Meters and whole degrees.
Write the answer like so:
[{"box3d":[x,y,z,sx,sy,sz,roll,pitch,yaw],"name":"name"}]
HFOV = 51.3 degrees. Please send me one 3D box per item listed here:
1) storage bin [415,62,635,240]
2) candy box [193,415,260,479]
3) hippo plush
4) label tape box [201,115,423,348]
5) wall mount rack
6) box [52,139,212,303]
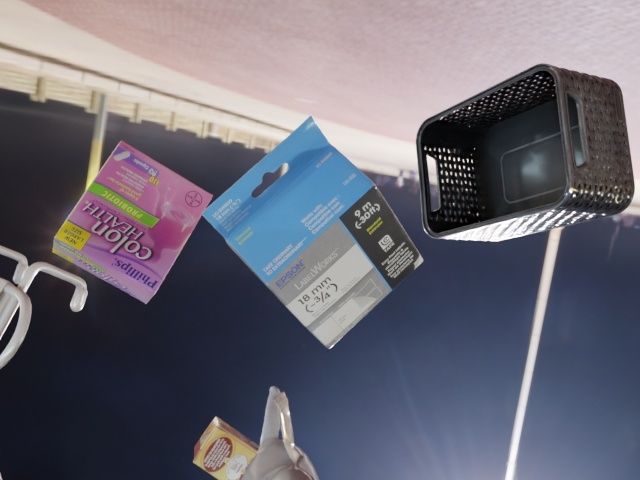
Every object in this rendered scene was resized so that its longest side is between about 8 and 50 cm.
[{"box3d":[0.179,-0.071,0.613,0.084,0.122,0.180,2,169,-32],"name":"storage bin"},{"box3d":[-0.107,0.489,1.358,0.316,0.087,0.183,36,167,-3],"name":"candy box"},{"box3d":[-0.095,0.359,0.770,0.236,0.294,0.234,-22,175,-10],"name":"hippo plush"},{"box3d":[0.000,0.000,1.118,0.106,0.240,0.333,43,174,47],"name":"label tape box"},{"box3d":[-0.473,0.161,0.931,0.350,0.304,0.130,12,163,43],"name":"wall mount rack"},{"box3d":[-0.376,-0.035,1.342,0.213,0.243,0.117,32,156,-12],"name":"box"}]
